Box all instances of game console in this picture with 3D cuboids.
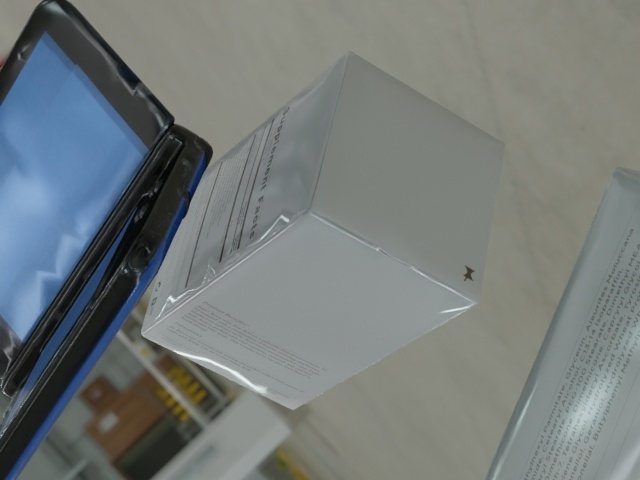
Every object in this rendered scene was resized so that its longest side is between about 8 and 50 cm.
[{"bbox_3d":[-0.226,0.011,1.217,0.173,0.293,0.250,31,-150,-9],"label":"game console"}]

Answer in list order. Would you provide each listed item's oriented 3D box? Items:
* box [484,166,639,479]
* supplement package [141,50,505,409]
[{"bbox_3d":[0.176,0.090,0.635,0.181,0.182,0.119,19,-173,-19],"label":"box"},{"bbox_3d":[0.000,0.000,1.460,0.177,0.175,0.293,29,144,-22],"label":"supplement package"}]
